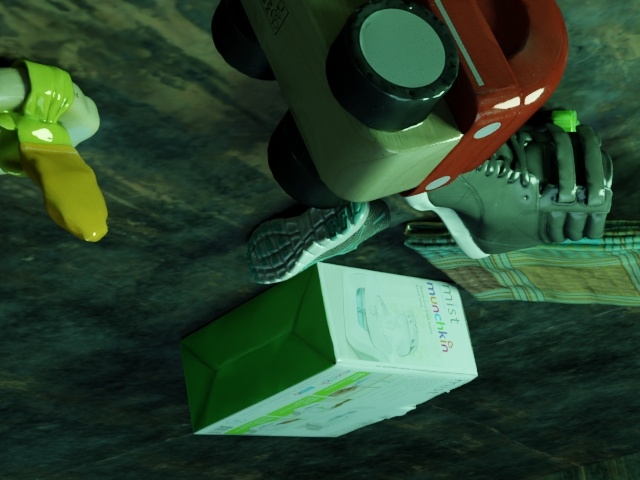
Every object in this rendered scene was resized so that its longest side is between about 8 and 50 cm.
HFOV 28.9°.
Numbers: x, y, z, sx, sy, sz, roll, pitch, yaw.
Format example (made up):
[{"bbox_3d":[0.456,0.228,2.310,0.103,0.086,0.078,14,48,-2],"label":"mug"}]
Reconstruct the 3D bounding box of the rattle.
[{"bbox_3d":[-0.252,-0.035,0.888,0.200,0.142,0.130,-20,176,7],"label":"rattle"}]

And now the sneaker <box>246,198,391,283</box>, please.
[{"bbox_3d":[0.000,0.000,1.190,0.166,0.065,0.076,-26,158,37],"label":"sneaker"}]

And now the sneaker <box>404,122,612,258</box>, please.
[{"bbox_3d":[0.149,-0.069,0.992,0.147,0.104,0.296,-11,157,21],"label":"sneaker"}]

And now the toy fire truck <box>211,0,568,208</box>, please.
[{"bbox_3d":[0.064,-0.141,0.684,0.246,0.217,0.158,-16,163,-27],"label":"toy fire truck"}]

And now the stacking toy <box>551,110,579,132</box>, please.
[{"bbox_3d":[0.309,-0.062,1.120,0.167,0.052,0.221,2,163,21],"label":"stacking toy"}]

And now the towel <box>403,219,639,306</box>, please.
[{"bbox_3d":[0.301,0.032,1.290,0.370,0.040,0.271,0,164,26],"label":"towel"}]

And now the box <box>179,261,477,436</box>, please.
[{"bbox_3d":[0.008,0.141,1.456,0.231,0.126,0.262,8,152,-41],"label":"box"}]
